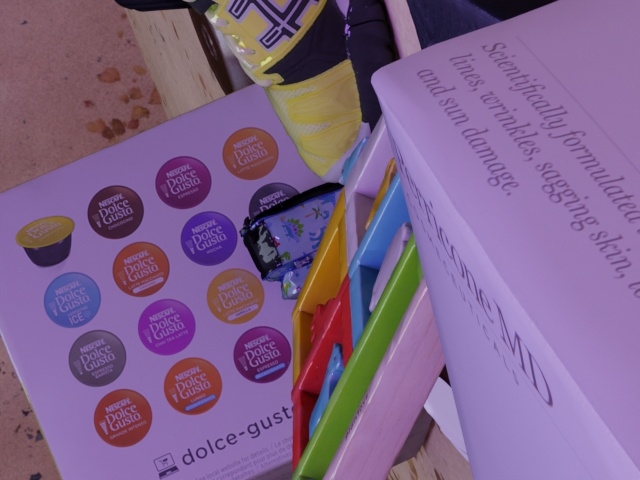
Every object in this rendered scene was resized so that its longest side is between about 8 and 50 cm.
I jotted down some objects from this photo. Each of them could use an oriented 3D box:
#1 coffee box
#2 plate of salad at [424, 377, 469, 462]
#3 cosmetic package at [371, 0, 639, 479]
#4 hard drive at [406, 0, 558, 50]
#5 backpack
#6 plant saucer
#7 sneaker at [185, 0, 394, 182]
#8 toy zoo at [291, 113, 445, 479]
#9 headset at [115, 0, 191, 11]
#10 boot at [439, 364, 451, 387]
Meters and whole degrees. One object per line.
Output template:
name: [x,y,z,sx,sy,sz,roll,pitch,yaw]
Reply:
coffee box: [-0.110,0.095,1.625,0.338,0.337,0.334,88,158,-74]
plate of salad: [0.101,0.076,1.174,0.200,0.048,0.200,55,159,34]
cosmetic package: [0.154,0.118,0.552,0.217,0.156,0.385,-120,9,-52]
hard drive: [0.114,-0.033,0.757,0.254,0.054,0.172,-128,17,-65]
backpack: [0.000,0.000,1.422,0.084,0.114,0.105,65,173,3]
plant saucer: [-0.104,-0.217,1.800,0.198,0.036,0.198,157,90,-83]
sneaker: [-0.057,-0.196,1.108,0.145,0.147,0.384,52,165,55]
toy zoo: [0.030,0.027,0.995,0.293,0.030,0.192,-92,23,-61]
headset: [-0.169,-0.302,1.207,0.394,0.185,0.243,30,-123,-78]
boot: [0.161,0.144,0.978,0.280,0.096,0.264,61,166,-10]
